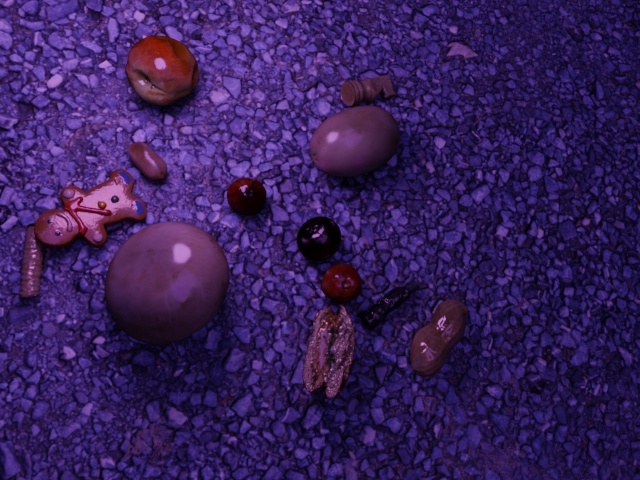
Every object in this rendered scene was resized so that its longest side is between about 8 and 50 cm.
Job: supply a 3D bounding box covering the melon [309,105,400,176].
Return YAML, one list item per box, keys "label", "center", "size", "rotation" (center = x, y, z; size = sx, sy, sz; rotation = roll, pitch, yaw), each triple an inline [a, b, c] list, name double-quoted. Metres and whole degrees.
- label: "melon"
  center: [0.119, -0.326, 1.803]
  size: [0.317, 0.223, 0.223]
  rotation: [-23, 85, -21]

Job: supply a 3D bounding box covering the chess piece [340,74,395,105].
- label: "chess piece"
  center: [0.177, -0.538, 1.940]
  size: [0.200, 0.090, 0.090]
  rotation: [-19, 83, -28]

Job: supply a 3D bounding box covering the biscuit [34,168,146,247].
- label: "biscuit"
  center: [-0.687, -0.081, 1.628]
  size: [0.324, 0.049, 0.205]
  rotation: [-27, 86, -26]

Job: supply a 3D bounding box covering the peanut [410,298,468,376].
- label: "peanut"
  center: [0.387, 0.315, 1.786]
  size: [0.130, 0.130, 0.290]
  rotation: [43, 70, -2]

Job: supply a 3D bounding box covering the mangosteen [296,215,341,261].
- label: "mangosteen"
  center: [0.000, 0.000, 1.757]
  size: [0.152, 0.152, 0.152]
  rotation: [3, 78, -13]

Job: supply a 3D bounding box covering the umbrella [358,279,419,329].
- label: "umbrella"
  center: [0.233, 0.208, 1.805]
  size: [0.236, 0.059, 0.066]
  rotation: [-33, 109, -19]

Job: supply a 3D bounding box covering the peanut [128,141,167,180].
- label: "peanut"
  center: [-0.541, -0.247, 1.711]
  size: [0.076, 0.076, 0.152]
  rotation: [-44, 93, -17]

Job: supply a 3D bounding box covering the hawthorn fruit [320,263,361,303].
- label: "hawthorn fruit"
  center: [0.068, 0.136, 1.738]
  size: [0.133, 0.138, 0.132]
  rotation: [2, 82, -15]

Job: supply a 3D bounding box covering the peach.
- label: "peach"
  center: [-0.491, -0.536, 1.724]
  size: [0.214, 0.214, 0.235]
  rotation: [43, 37, -2]

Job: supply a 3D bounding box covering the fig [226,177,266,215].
- label: "fig"
  center: [-0.223, -0.142, 1.736]
  size: [0.128, 0.150, 0.128]
  rotation: [1, 89, -48]

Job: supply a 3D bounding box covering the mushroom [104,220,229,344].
- label: "mushroom"
  center: [-0.431, 0.128, 1.579]
  size: [0.362, 0.294, 0.362]
  rotation: [-6, 66, 13]

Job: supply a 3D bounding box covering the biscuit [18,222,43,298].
- label: "biscuit"
  center: [-0.839, 0.060, 1.585]
  size: [0.061, 0.055, 0.219]
  rotation: [-7, 76, 22]

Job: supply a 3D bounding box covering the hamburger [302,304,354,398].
- label: "hamburger"
  center: [0.034, 0.343, 1.679]
  size: [0.144, 0.156, 0.283]
  rotation: [10, 70, 9]
